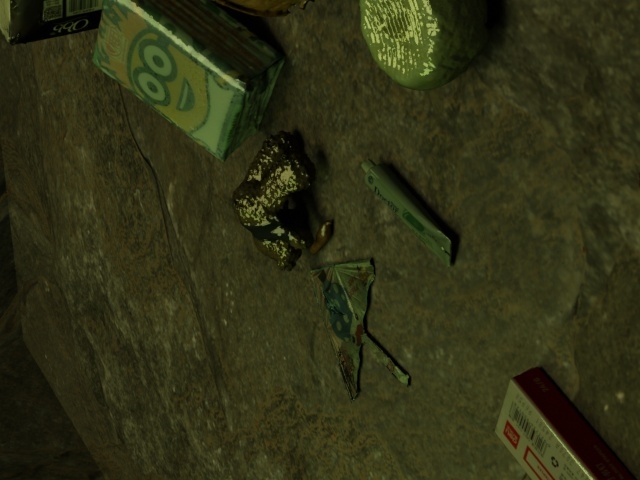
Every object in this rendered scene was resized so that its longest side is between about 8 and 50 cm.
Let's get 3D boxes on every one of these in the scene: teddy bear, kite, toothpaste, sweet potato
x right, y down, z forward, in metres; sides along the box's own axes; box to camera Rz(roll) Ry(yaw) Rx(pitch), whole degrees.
[{"bbox_3d":[-0.085,-0.062,2.267,0.182,0.129,0.251,-114,19,-49],"label":"teddy bear"},{"bbox_3d":[0.060,0.147,2.251,0.314,0.011,0.335,48,147,40],"label":"kite"},{"bbox_3d":[0.125,-0.047,1.961,0.218,0.041,0.064,50,158,34],"label":"toothpaste"},{"bbox_3d":[0.000,0.000,2.259,0.026,0.026,0.115,63,153,19],"label":"sweet potato"}]

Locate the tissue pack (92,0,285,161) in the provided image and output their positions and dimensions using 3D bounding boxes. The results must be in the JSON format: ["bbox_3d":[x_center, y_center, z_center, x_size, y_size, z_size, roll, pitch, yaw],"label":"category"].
[{"bbox_3d":[-0.230,-0.307,2.280,0.311,0.128,0.228,38,146,8],"label":"tissue pack"}]

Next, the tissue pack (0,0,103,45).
[{"bbox_3d":[-0.408,-0.488,2.367,0.198,0.370,0.210,61,152,25],"label":"tissue pack"}]

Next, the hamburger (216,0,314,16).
[{"bbox_3d":[-0.117,-0.496,1.780,0.268,0.287,0.445,66,151,19],"label":"hamburger"}]

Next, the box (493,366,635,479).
[{"bbox_3d":[0.320,0.287,1.767,0.229,0.050,0.123,52,150,36],"label":"box"}]

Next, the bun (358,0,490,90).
[{"bbox_3d":[0.132,-0.291,1.694,0.195,0.118,0.195,40,143,40],"label":"bun"}]
